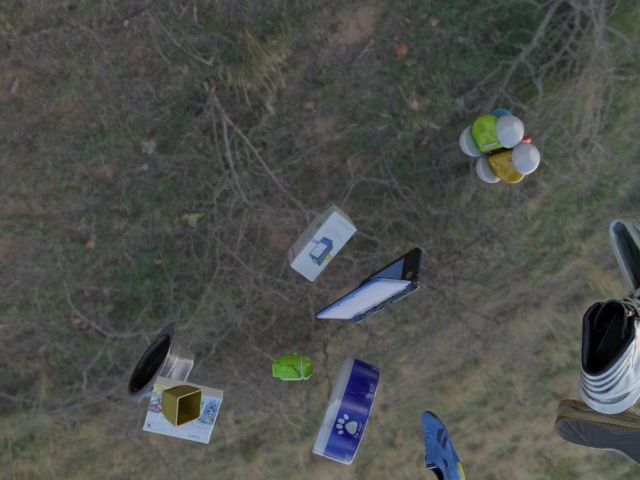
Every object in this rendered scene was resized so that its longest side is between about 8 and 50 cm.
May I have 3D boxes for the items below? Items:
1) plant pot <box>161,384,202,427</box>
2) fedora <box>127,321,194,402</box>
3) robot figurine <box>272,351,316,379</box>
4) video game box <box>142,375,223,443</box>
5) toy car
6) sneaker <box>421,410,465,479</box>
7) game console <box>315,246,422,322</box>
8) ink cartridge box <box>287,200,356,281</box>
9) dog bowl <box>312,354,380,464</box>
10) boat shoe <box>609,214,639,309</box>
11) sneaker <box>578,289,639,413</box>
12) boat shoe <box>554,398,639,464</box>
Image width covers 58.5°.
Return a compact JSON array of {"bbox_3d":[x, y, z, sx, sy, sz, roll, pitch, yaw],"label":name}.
[{"bbox_3d":[-0.361,0.413,1.455,0.081,0.083,0.081,-6,106,-53],"label":"plant pot"},{"bbox_3d":[-0.497,0.412,1.835,0.124,0.243,0.275,34,101,-25],"label":"fedora"},{"bbox_3d":[-0.072,0.344,1.546,0.115,0.067,0.101,-2,-170,5],"label":"robot figurine"},{"bbox_3d":[-0.416,0.513,1.727,0.205,0.048,0.187,16,116,-10],"label":"video game box"},{"bbox_3d":[0.435,-0.231,1.348,0.136,0.182,0.159,-46,-162,-26],"label":"toy car"},{"bbox_3d":[0.312,0.566,1.547,0.082,0.209,0.069,-10,148,-20],"label":"sneaker"},{"bbox_3d":[0.152,0.131,1.787,0.173,0.250,0.293,37,133,-20],"label":"game console"},{"bbox_3d":[0.000,0.000,1.734,0.093,0.154,0.212,39,98,-15],"label":"ink cartridge box"},{"bbox_3d":[0.069,0.445,1.510,0.104,0.265,0.265,18,145,6],"label":"dog bowl"},{"bbox_3d":[0.550,0.091,0.920,0.094,0.302,0.109,-1,146,-8],"label":"boat shoe"},{"bbox_3d":[0.753,0.176,1.324,0.447,0.169,0.257,-49,137,-14],"label":"sneaker"},{"bbox_3d":[0.778,0.476,1.440,0.110,0.341,0.121,-47,142,-53],"label":"boat shoe"}]
